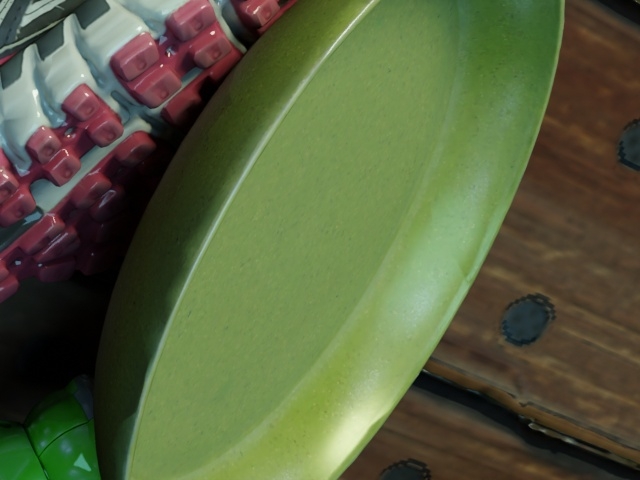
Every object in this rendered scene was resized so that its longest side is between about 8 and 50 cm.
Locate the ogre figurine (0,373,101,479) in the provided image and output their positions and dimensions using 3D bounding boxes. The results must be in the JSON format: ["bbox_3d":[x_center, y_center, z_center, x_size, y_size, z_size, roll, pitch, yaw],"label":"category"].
[{"bbox_3d":[-0.121,0.110,0.663,0.197,0.096,0.118,-9,140,-1],"label":"ogre figurine"}]

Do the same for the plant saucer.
[{"bbox_3d":[0.000,0.000,0.620,0.241,0.037,0.241,-48,156,-30],"label":"plant saucer"}]

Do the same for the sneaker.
[{"bbox_3d":[-0.112,-0.042,0.574,0.299,0.112,0.121,-32,158,-19],"label":"sneaker"}]
